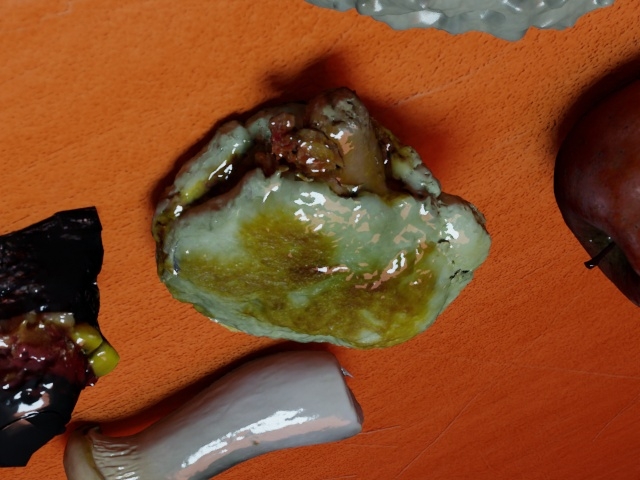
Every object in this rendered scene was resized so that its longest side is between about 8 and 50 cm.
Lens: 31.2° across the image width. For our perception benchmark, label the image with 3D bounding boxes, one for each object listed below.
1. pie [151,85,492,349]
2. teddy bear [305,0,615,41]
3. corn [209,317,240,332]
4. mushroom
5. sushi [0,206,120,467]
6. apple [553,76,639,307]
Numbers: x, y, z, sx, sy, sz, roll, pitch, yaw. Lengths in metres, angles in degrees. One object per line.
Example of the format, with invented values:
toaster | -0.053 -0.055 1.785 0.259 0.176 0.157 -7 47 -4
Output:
pie | -0.005 0.006 0.948 0.257 0.105 0.274 -32 130 26
teddy bear | 0.087 -0.276 0.559 0.357 0.224 0.368 -4 130 -28
corn | -0.026 0.032 1.060 0.165 0.063 0.085 -28 170 11
mushroom | -0.106 0.211 1.228 0.328 0.122 0.159 -18 141 -9
sushi | -0.248 0.091 0.905 0.172 0.150 0.153 -10 148 -22
apple | 0.322 -0.050 1.030 0.234 0.234 0.234 -18 150 -11
